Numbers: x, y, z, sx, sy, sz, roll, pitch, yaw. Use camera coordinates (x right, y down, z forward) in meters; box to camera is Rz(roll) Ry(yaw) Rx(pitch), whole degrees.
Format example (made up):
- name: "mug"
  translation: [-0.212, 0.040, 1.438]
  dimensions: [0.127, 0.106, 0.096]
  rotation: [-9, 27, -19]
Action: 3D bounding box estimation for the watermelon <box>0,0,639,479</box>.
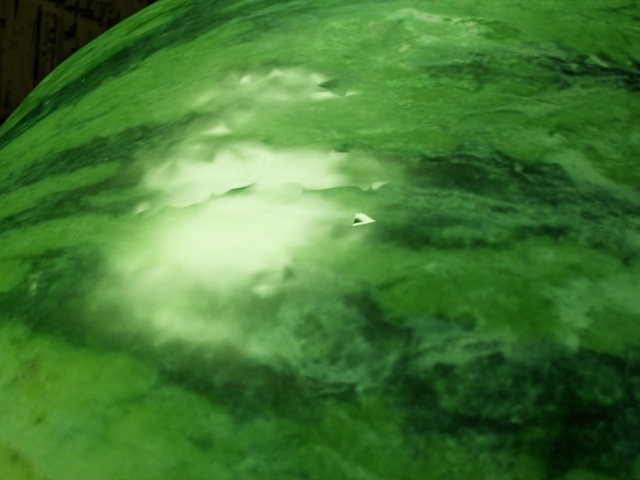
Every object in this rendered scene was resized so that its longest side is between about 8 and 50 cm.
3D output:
- name: "watermelon"
  translation: [0.010, 0.046, 0.452]
  dimensions: [0.213, 0.261, 0.201]
  rotation: [5, 140, 16]
